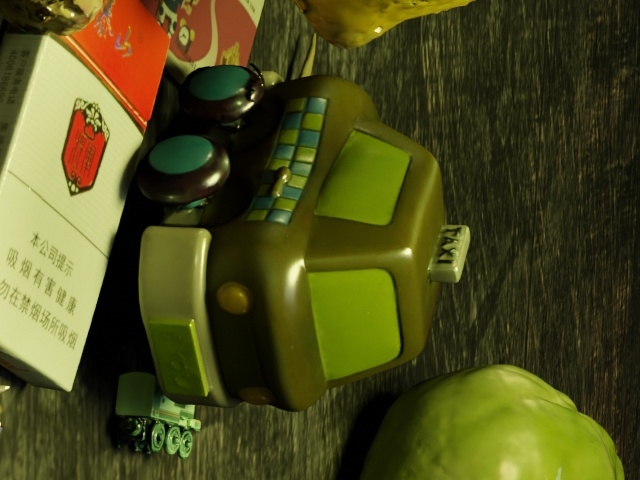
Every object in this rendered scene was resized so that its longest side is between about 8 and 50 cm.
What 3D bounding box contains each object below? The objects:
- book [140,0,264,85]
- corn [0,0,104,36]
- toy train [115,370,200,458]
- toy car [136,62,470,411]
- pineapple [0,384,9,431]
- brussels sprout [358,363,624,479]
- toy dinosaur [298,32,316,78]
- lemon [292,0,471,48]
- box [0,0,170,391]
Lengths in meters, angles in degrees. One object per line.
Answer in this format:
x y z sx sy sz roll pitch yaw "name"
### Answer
-0.072 -0.219 1.144 0.162 0.022 0.232 51 49 -60 "book"
-0.133 -0.236 0.911 0.086 0.086 0.253 50 49 -60 "corn"
-0.111 0.120 1.111 0.083 0.033 0.053 30 64 -66 "toy train"
0.000 0.000 1.082 0.248 0.198 0.204 -71 159 -48 "toy car"
-0.234 0.135 0.702 0.079 0.135 0.233 30 87 -35 "pineapple"
0.154 0.253 1.504 0.316 0.242 0.274 -20 120 -69 "brussels sprout"
-0.025 -0.071 1.281 0.162 0.039 0.126 -63 159 -51 "toy dinosaur"
0.048 -0.265 0.953 0.258 0.258 0.310 -8 119 -67 "lemon"
-0.157 -0.047 0.961 0.139 0.035 0.245 52 48 -59 "box"
